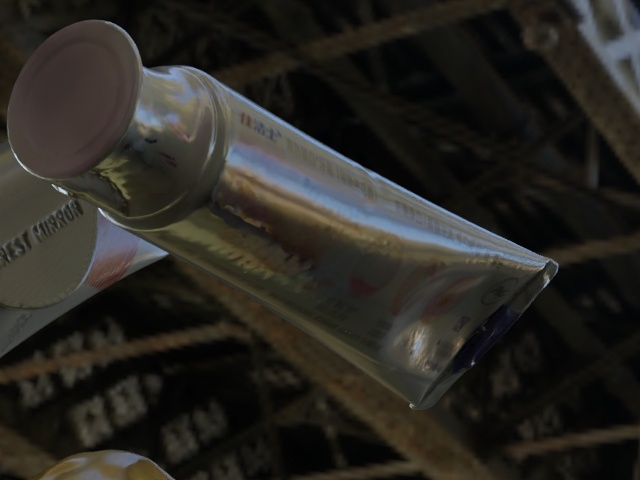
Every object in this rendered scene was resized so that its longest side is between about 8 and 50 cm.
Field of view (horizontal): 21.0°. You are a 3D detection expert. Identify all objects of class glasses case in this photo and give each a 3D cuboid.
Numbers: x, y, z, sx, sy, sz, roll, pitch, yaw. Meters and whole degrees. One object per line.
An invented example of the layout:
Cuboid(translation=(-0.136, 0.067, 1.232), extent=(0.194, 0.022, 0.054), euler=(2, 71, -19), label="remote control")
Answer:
Cuboid(translation=(-0.206, 0.011, 1.120), extent=(0.083, 0.308, 0.128), euler=(-17, -75, 50), label="glasses case")

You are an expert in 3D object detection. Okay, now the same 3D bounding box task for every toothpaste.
Cuboid(translation=(0.000, 0.000, 0.719), extent=(0.100, 0.066, 0.323), euler=(-49, -37, 8), label="toothpaste")

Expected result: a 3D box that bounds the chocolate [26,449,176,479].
Cuboid(translation=(-0.145, 0.204, 0.479), extent=(0.162, 0.445, 0.162), euler=(7, -67, 16), label="chocolate")
